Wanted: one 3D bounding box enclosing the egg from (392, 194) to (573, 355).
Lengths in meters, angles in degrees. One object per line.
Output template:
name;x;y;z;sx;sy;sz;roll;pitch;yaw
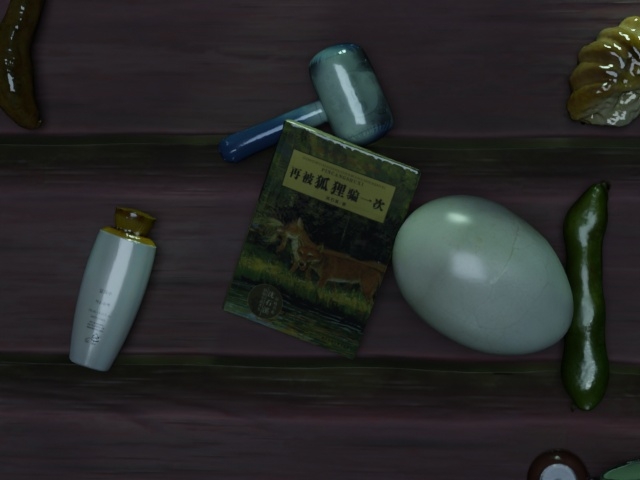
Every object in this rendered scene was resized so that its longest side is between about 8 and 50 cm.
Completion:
egg;0.174;0.040;1.460;0.209;0.151;0.151;31;91;-6

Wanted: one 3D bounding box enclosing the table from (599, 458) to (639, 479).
table;0.377;0.343;1.452;0.126;0.126;0.220;-12;90;4

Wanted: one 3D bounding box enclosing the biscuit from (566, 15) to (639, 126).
biscuit;0.353;-0.188;1.497;0.183;0.061;0.118;-12;87;4

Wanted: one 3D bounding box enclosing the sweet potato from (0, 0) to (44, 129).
sweet potato;-0.342;-0.217;1.553;0.054;0.053;0.182;0;85;43

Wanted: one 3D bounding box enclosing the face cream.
face cream;-0.232;0.053;1.539;0.072;0.051;0.182;17;91;5

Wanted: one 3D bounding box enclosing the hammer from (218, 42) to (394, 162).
hammer;-0.024;-0.136;1.523;0.194;0.069;0.116;-23;89;8

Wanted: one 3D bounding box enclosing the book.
book;0.000;0.000;1.508;0.160;0.024;0.228;21;106;5

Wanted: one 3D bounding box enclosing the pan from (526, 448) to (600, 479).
pan;0.285;0.265;1.511;0.115;0.023;0.068;1;88;4

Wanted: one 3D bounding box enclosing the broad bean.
broad bean;0.289;0.060;1.505;0.052;0.052;0.256;6;86;-37
